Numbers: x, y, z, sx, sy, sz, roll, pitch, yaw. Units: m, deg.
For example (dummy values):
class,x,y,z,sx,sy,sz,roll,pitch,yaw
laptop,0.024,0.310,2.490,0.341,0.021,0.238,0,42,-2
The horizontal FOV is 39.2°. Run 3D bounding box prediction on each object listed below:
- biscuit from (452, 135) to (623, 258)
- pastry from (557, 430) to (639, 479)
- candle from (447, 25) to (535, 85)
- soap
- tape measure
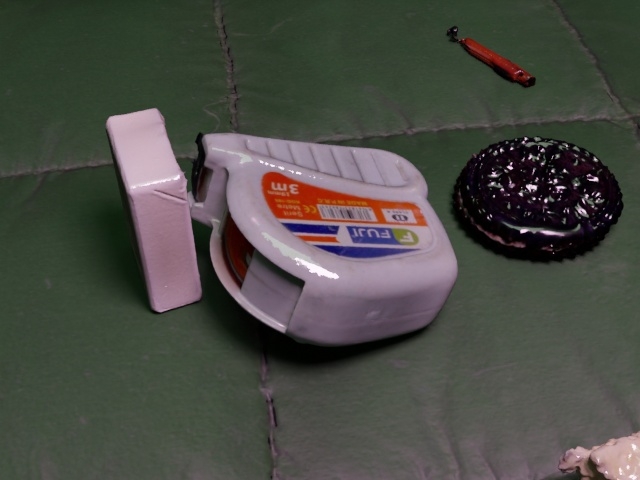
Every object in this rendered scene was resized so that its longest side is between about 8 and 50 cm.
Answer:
class,x,y,z,sx,sy,sz,roll,pitch,yaw
biscuit,0.250,-0.052,1.038,0.194,0.053,0.195,0,44,0
pastry,0.315,0.252,0.707,0.121,0.089,0.258,-22,49,-22
candle,0.235,-0.263,1.272,0.026,0.021,0.167,-28,51,-25
soap,-0.170,-0.030,0.934,0.063,0.183,0.121,-14,47,-13
tape measure,0.000,-0.001,0.922,0.243,0.125,0.246,2,45,-21
